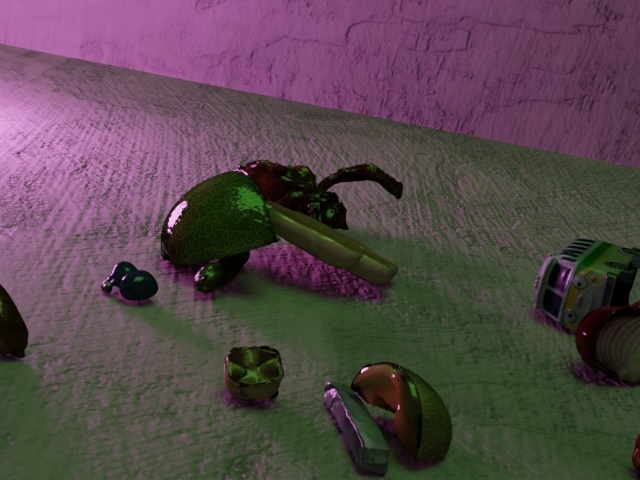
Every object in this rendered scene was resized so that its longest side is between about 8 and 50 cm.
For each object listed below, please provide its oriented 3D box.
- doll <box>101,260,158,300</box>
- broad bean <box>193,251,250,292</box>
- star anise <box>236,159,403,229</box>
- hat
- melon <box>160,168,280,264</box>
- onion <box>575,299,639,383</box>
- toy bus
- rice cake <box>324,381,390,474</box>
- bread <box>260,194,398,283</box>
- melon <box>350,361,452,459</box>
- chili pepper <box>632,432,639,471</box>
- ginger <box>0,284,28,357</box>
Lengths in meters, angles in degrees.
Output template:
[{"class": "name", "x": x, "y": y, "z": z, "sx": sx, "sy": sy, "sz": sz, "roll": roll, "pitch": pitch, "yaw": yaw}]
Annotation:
[{"class": "doll", "x": -0.294, "y": 0.067, "z": 1.825, "sx": 0.083, "sy": 0.050, "sz": 0.076, "roll": 26, "pitch": 26, "yaw": 36}, {"class": "broad bean", "x": -0.161, "y": 0.044, "z": 1.987, "sx": 0.053, "sy": 0.052, "sz": 0.256, "roll": 8, "pitch": 13, "yaw": 8}, {"class": "star anise", "x": 0.001, "y": -0.095, "z": 2.413, "sx": 0.346, "sy": 0.148, "sz": 0.237, "roll": -1, "pitch": 20, "yaw": -8}, {"class": "hat", "x": -0.090, "y": 0.182, "z": 1.557, "sx": 0.077, "sy": 0.059, "sz": 0.076, "roll": 2, "pitch": 34, "yaw": -15}, {"class": "melon", "x": -0.196, "y": -0.039, "z": 2.004, "sx": 0.169, "sy": 0.129, "sz": 0.265, "roll": -18, "pitch": 10, "yaw": -20}, {"class": "onion", "x": 0.493, "y": 0.154, "z": 1.930, "sx": 0.206, "sy": 0.151, "sz": 0.098, "roll": 21, "pitch": -6, "yaw": -33}, {"class": "toy bus", "x": 0.495, "y": 0.079, "z": 2.186, "sx": 0.165, "sy": 0.133, "sz": 0.276, "roll": 19, "pitch": 16, "yaw": 21}, {"class": "rice cake", "x": 0.045, "y": 0.235, "z": 1.507, "sx": 0.043, "sy": 0.034, "sz": 0.211, "roll": 16, "pitch": 13, "yaw": -16}, {"class": "bread", "x": 0.000, "y": 0.000, "z": 2.126, "sx": 0.316, "sy": 0.054, "sz": 0.316, "roll": 27, "pitch": 3, "yaw": -2}, {"class": "melon", "x": 0.122, "y": 0.212, "z": 1.521, "sx": 0.128, "sy": 0.079, "sz": 0.160, "roll": 24, "pitch": 11, "yaw": -40}, {"class": "chili pepper", "x": 0.469, "y": 0.283, "z": 1.588, "sx": 0.123, "sy": 0.073, "sz": 0.070, "roll": -1, "pitch": -22, "yaw": -43}, {"class": "ginger", "x": -0.534, "y": 0.073, "z": 1.535, "sx": 0.309, "sy": 0.107, "sz": 0.133, "roll": 10, "pitch": 2, "yaw": -18}]
